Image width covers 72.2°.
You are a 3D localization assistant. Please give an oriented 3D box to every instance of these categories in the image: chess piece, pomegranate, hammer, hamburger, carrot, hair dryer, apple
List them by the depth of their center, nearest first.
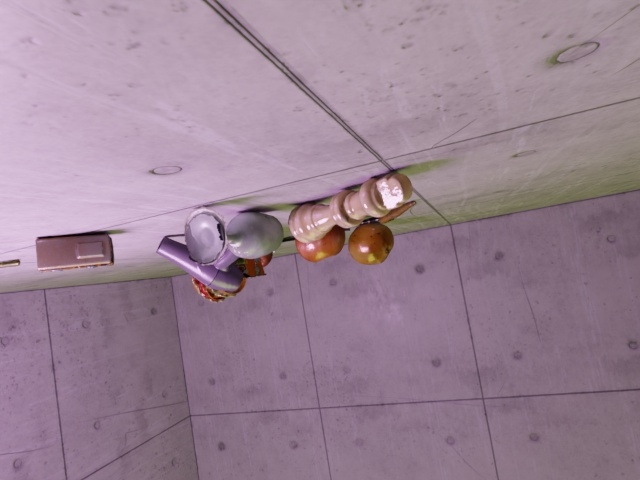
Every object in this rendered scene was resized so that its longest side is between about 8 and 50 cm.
[{"bbox_3d":[0.071,-0.084,1.130,0.117,0.117,0.397,-6,173,-39],"label":"chess piece"},{"bbox_3d":[-0.339,0.020,1.433,0.301,0.121,0.361,30,132,-23],"label":"hair dryer"},{"bbox_3d":[0.000,0.000,1.699,0.200,0.162,0.201,-9,174,-1],"label":"apple"},{"bbox_3d":[0.297,-0.112,1.701,0.049,0.049,0.254,-8,171,-24],"label":"carrot"},{"bbox_3d":[0.184,-0.078,1.909,0.289,0.037,0.137,-11,175,24],"label":"hammer"},{"bbox_3d":[0.249,0.018,2.183,0.232,0.234,0.233,-9,176,-1],"label":"pomegranate"},{"bbox_3d":[-0.550,0.192,2.321,0.212,0.275,0.274,-21,170,34],"label":"hamburger"}]

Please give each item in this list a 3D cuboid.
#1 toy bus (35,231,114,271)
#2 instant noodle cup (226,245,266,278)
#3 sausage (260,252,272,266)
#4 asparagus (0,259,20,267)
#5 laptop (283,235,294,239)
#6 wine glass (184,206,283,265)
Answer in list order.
[{"bbox_3d":[-0.648,0.031,1.168,0.181,0.092,0.103,-5,175,-29],"label":"toy bus"},{"bbox_3d":[-0.335,0.068,1.719,0.229,0.183,0.230,-9,176,-1],"label":"instant noodle cup"},{"bbox_3d":[-0.296,0.065,2.073,0.148,0.149,0.254,-9,177,-1],"label":"sausage"},{"bbox_3d":[-1.094,0.090,1.404,0.248,0.025,0.024,-9,-142,-7],"label":"asparagus"},{"bbox_3d":[-0.140,-0.010,2.255,0.196,0.016,0.135,-11,174,18],"label":"laptop"},{"bbox_3d":[-0.218,-0.013,1.181,0.143,0.144,0.321,-11,175,23],"label":"wine glass"}]
